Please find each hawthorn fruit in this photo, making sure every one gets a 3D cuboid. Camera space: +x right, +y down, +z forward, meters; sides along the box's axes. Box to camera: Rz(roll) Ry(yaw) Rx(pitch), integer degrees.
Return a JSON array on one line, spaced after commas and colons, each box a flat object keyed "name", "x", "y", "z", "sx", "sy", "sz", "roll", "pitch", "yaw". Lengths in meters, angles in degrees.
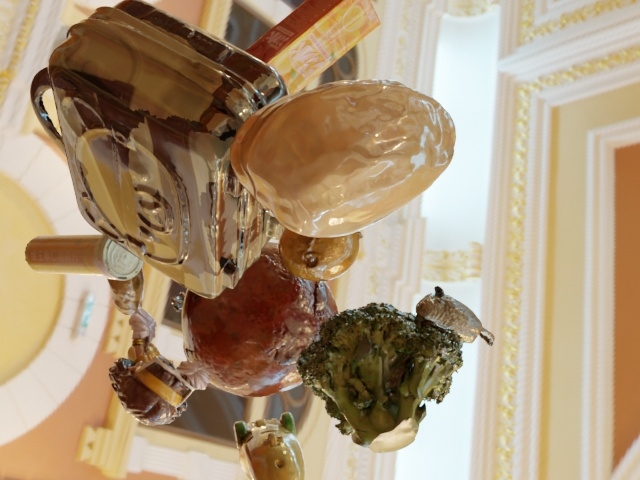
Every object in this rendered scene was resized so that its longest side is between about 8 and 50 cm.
[{"name": "hawthorn fruit", "x": -0.118, "y": 0.151, "z": 1.482, "sx": 0.316, "sy": 0.316, "sz": 0.316, "roll": -24, "pitch": -127, "yaw": 37}]

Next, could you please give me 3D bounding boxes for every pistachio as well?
[{"name": "pistachio", "x": 0.025, "y": -0.088, "z": 0.776, "sx": 0.157, "sy": 0.230, "sz": 0.157, "roll": 34, "pitch": -46, "yaw": 45}]

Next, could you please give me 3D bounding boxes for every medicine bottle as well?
[{"name": "medicine bottle", "x": -0.362, "y": 0.022, "z": 1.208, "sx": 0.218, "sy": 0.074, "sz": 0.074, "roll": -1, "pitch": -111, "yaw": 40}]

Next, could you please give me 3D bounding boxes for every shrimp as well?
[{"name": "shrimp", "x": -0.248, "y": 0.120, "z": 1.660, "sx": 0.091, "sy": 0.184, "sz": 0.043, "roll": -45, "pitch": -113, "yaw": 30}]

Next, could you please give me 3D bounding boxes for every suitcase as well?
[{"name": "suitcase", "x": -0.203, "y": -0.128, "z": 1.002, "sx": 0.339, "sy": 0.351, "sz": 0.194, "roll": 30, "pitch": -124, "yaw": 14}]

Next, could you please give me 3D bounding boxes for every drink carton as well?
[{"name": "drink carton", "x": -0.013, "y": -0.345, "z": 1.354, "sx": 0.223, "sy": 0.096, "sz": 0.071, "roll": -40, "pitch": -131, "yaw": -2}]

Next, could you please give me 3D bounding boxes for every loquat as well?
[{"name": "loquat", "x": 0.000, "y": 0.000, "z": 1.324, "sx": 0.141, "sy": 0.141, "sz": 0.141, "roll": -24, "pitch": -127, "yaw": 37}]

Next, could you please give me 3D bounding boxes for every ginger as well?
[{"name": "ginger", "x": -0.364, "y": 0.051, "z": 1.488, "sx": 0.069, "sy": 0.095, "sz": 0.190, "roll": -8, "pitch": -98, "yaw": 6}]

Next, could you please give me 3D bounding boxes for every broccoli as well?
[{"name": "broccoli", "x": 0.070, "y": 0.145, "z": 0.868, "sx": 0.195, "sy": 0.195, "sz": 0.156, "roll": -42, "pitch": -136, "yaw": 22}]

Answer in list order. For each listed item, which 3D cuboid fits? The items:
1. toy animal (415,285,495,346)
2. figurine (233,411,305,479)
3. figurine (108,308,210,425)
[{"name": "toy animal", "x": 0.253, "y": 0.147, "z": 1.396, "sx": 0.070, "sy": 0.253, "sz": 0.079, "roll": -43, "pitch": -133, "yaw": 23}, {"name": "figurine", "x": -0.095, "y": 0.478, "z": 1.604, "sx": 0.324, "sy": 0.124, "sz": 0.222, "roll": -178, "pitch": -97, "yaw": -78}, {"name": "figurine", "x": -0.272, "y": 0.215, "z": 1.292, "sx": 0.116, "sy": 0.174, "sz": 0.240, "roll": -43, "pitch": -162, "yaw": 1}]
